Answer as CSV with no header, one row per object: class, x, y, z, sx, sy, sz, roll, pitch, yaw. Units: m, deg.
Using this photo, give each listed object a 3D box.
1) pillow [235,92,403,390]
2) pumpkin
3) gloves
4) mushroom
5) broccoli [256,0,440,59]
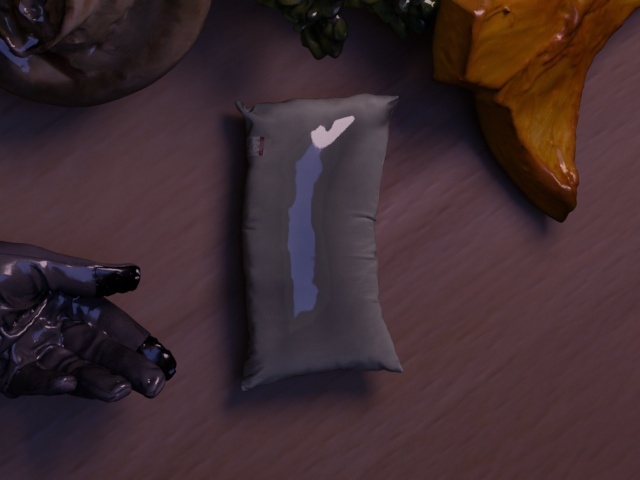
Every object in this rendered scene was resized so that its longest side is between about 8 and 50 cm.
pillow,0.001,0.001,1.574,0.144,0.078,0.254,-2,92,-18
pumpkin,0.202,-0.190,1.573,0.258,0.095,0.290,29,91,-53
gloves,-0.250,0.056,1.477,0.285,0.119,0.142,23,96,-4
mushroom,-0.196,-0.213,1.434,0.226,0.178,0.226,1,105,4
broccoli,0.042,-0.320,1.474,0.334,0.272,0.324,-4,80,-62
